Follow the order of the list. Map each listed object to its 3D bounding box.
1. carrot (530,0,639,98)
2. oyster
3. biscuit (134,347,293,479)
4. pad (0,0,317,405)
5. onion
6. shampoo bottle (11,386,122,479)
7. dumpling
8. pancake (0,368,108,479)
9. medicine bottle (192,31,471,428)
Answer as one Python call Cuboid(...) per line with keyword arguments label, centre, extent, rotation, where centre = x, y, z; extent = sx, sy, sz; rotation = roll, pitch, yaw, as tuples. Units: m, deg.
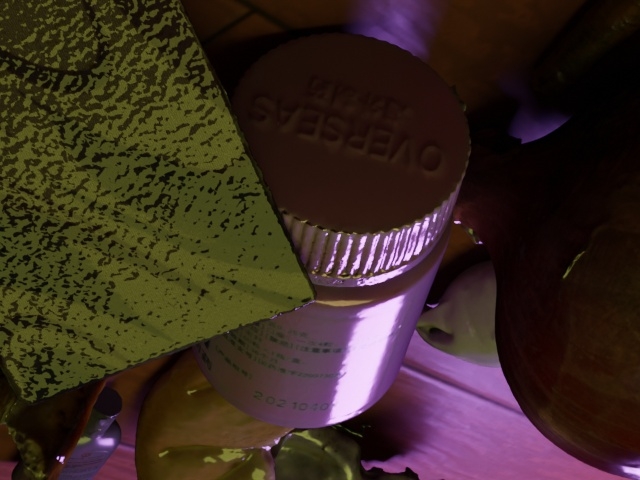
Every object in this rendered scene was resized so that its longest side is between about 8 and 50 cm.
Cuboid(label="carrot", centre=(0.212, -0.158, 1.324), extent=(0.042, 0.042, 0.170), rotation=(5, 147, -34))
Cuboid(label="oyster", centre=(0.045, 0.262, 1.864), extent=(0.337, 0.133, 0.197), rotation=(30, 163, -29))
Cuboid(label="biscuit", centre=(-0.090, 0.173, 1.683), extent=(0.154, 0.045, 0.299), rotation=(15, 134, -4))
Cuboid(label="pad", centre=(-0.161, -0.055, 1.152), extent=(0.220, 0.004, 0.330), rotation=(-21, 117, 8))
Cuboid(label="onion", centre=(0.282, 0.011, 1.383), extent=(0.353, 0.354, 0.354), rotation=(-13, 151, -7))
Cuboid(label="shampoo bottle", centre=(-0.226, 0.187, 1.697), extent=(0.080, 0.040, 0.165), rotation=(2, 146, -29))
Cuboid(label="dumpling", centre=(0.178, 0.063, 1.636), extent=(0.169, 0.100, 0.134), rotation=(-33, 160, 31))
Cuboid(label="pancake", centre=(-0.177, 0.027, 1.294), extent=(0.212, 0.056, 0.257), rotation=(-43, 135, -40))
Cuboid(label="medicine bottle", centre=(0.000, 0.000, 1.345), extent=(0.178, 0.178, 0.291), rotation=(-9, 150, -14))
